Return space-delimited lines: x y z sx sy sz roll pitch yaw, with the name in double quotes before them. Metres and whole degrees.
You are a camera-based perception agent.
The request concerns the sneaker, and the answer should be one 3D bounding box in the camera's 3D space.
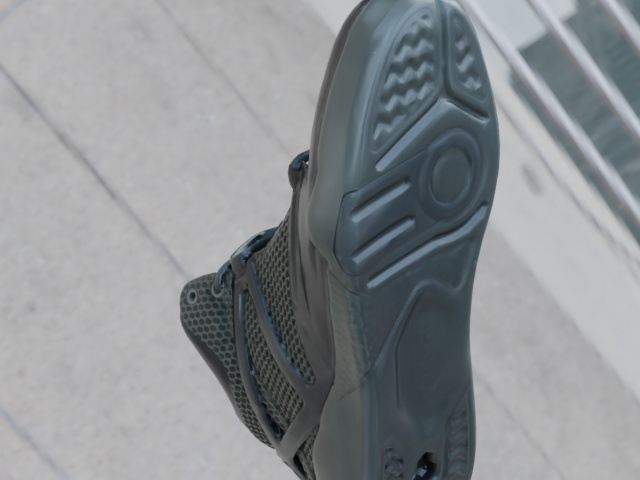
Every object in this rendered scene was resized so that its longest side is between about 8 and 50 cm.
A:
"sneaker" 0.000 0.000 0.633 0.087 0.228 0.130 -27 41 -35
